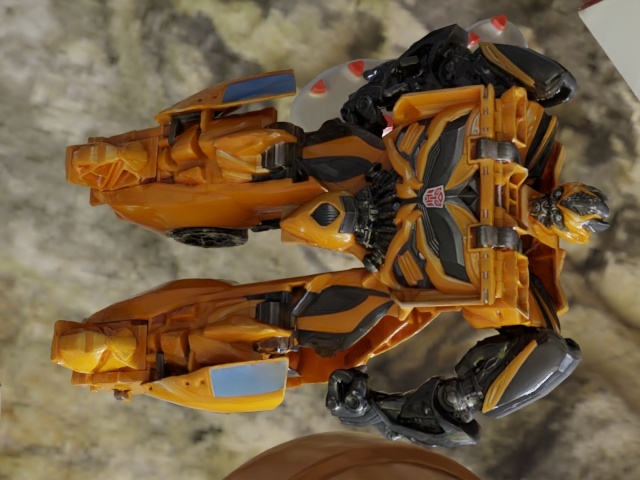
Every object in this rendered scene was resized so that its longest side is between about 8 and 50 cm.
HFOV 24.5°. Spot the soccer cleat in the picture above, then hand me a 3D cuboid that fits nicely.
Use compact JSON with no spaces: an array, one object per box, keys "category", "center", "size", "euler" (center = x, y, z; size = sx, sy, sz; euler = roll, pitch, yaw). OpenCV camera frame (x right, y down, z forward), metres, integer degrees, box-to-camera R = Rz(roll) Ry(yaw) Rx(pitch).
[{"category":"soccer cleat","center":[0.065,-0.107,1.077],"size":[0.068,0.196,0.076],"euler":[64,-20,9]}]

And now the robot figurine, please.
[{"category":"robot figurine","center":[0.000,0.000,0.739],"size":[0.291,0.085,0.211],"euler":[-8,-107,32]}]

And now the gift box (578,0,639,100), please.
[{"category":"gift box","center":[0.380,-0.160,0.998],"size":[0.276,0.258,0.255],"euler":[-47,-162,-32]}]

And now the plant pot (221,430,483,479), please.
[{"category":"plant pot","center":[0.060,0.265,0.878],"size":[0.203,0.291,0.290],"euler":[-6,-106,58]}]
